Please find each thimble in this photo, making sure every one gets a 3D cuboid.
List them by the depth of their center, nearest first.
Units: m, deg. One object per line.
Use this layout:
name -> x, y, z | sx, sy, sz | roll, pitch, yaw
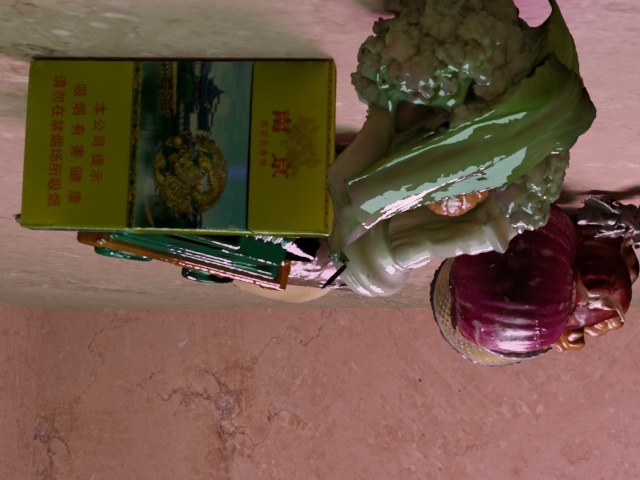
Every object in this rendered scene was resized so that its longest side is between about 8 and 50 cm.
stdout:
thimble -> 0.359, 0.109, 2.278 | 0.270, 0.271, 0.150 | 3, 170, -9

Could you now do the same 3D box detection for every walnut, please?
walnut -> 0.181, -0.082, 1.600 | 0.105, 0.105, 0.124 | 2, 165, 0
walnut -> 0.439, 0.087, 2.100 | 0.268, 0.244, 0.222 | -10, -171, 15

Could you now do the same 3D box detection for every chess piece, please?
chess piece -> 0.171, -0.022, 1.730 | 0.298, 0.176, 0.175 | -14, 164, 35

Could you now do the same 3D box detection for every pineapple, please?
pineapple -> 0.580, -0.011, 1.829 | 0.361, 0.175, 0.175 | 6, 176, 42

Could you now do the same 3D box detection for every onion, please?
onion -> 0.322, 0.052, 1.900 | 0.272, 0.256, 0.230 | -19, 171, 14

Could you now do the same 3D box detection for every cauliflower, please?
cauliflower -> 0.090, -0.093, 1.011 | 0.315, 0.239, 0.256 | -42, 166, -1

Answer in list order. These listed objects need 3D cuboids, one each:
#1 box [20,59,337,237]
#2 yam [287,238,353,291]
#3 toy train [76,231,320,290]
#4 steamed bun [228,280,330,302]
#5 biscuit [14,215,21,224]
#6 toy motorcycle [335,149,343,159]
box -> -0.151, -0.099, 1.260 | 0.334, 0.187, 0.047 | 1, 174, 5
yam -> 0.000, 0.000, 1.957 | 0.304, 0.168, 0.168 | 7, 170, -31
toy train -> -0.148, -0.043, 1.591 | 0.429, 0.178, 0.249 | 16, 170, -42
steamed bun -> -0.091, 0.028, 2.157 | 0.272, 0.166, 0.232 | -6, 170, 41
biscuit -> -0.549, -0.037, 2.336 | 0.120, 0.015, 0.120 | 3, 171, 0
toy motorcycle -> 0.067, -0.083, 1.646 | 0.129, 0.094, 0.229 | -3, -179, 1
